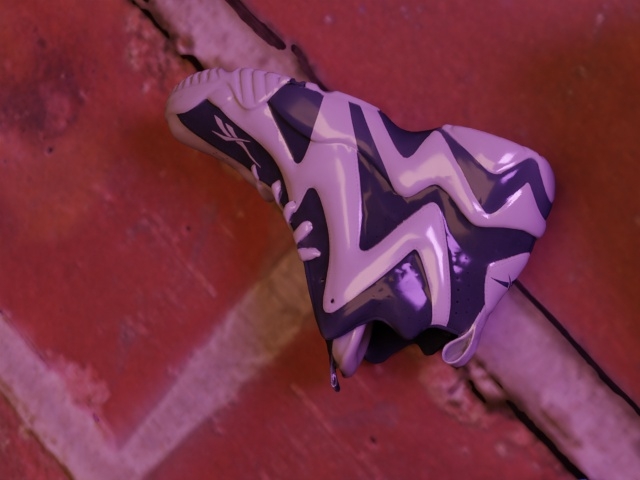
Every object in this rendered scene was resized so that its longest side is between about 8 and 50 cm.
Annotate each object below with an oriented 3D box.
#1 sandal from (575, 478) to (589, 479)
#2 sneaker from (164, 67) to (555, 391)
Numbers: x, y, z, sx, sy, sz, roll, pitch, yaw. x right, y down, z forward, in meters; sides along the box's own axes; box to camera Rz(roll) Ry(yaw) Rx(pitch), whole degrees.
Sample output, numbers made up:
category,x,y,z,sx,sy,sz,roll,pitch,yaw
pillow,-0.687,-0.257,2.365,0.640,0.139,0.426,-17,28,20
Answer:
category,x,y,z,sx,sy,sz,roll,pitch,yaw
sandal,0.159,0.218,0.721,0.317,0.126,0.138,33,88,39
sneaker,0.000,0.000,0.855,0.235,0.094,0.153,17,83,16
